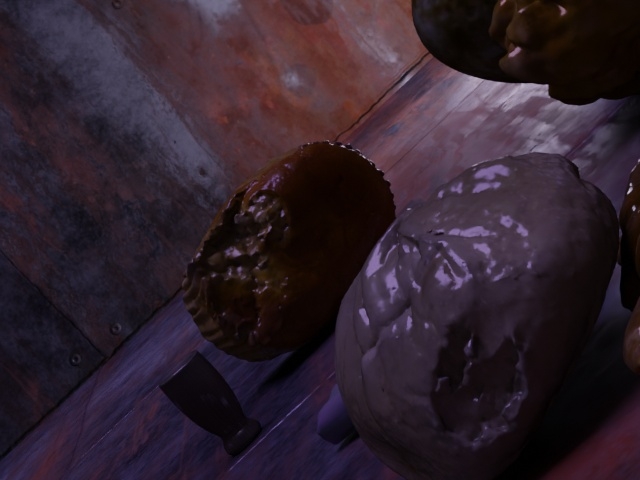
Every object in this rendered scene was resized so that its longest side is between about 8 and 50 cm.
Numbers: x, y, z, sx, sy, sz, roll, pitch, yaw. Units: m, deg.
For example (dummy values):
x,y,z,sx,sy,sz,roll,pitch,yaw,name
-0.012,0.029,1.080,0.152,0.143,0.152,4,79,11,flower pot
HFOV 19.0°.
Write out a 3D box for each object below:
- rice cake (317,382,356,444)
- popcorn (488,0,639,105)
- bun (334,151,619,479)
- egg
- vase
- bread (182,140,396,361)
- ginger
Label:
x,y,z,sx,sy,sz,roll,pitch,yaw,name
0.094,0.065,1.523,0.198,0.037,0.189,-38,8,41,rice cake
0.256,-0.209,1.713,0.253,0.190,0.191,-13,40,-18,popcorn
0.087,0.038,1.145,0.220,0.134,0.220,-63,2,3,bun
0.228,-0.283,2.029,0.289,0.238,0.238,-24,3,-11,egg
-0.105,0.159,1.854,0.053,0.101,0.053,-41,7,6,vase
-0.032,0.010,2.056,0.250,0.179,0.133,-45,11,-19,bread
0.212,-0.005,1.111,0.118,0.065,0.299,-53,3,16,ginger
